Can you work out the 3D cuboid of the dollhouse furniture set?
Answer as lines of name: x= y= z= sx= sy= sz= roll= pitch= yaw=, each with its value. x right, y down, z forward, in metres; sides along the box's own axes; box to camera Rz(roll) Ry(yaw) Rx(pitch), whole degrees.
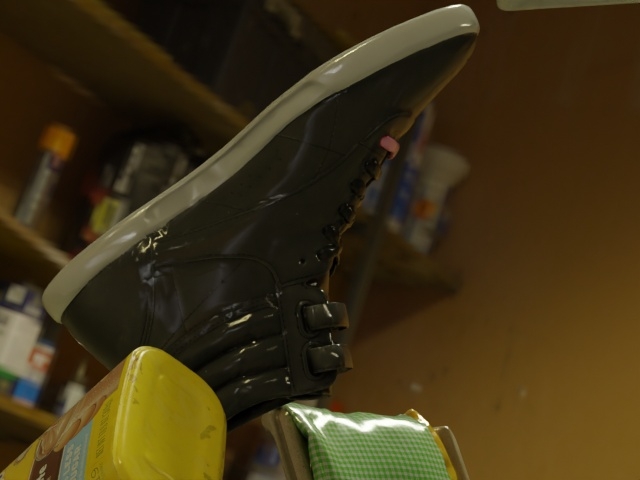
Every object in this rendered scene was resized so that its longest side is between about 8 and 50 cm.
dollhouse furniture set: x=0.106 y=0.232 z=1.220 sx=0.151 sy=0.301 sz=0.197 roll=-34 pitch=-30 yaw=29

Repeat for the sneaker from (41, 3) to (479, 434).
sneaker: x=0.000 y=0.000 z=0.945 sx=0.147 sy=0.296 sz=0.104 roll=52 pitch=1 yaw=9

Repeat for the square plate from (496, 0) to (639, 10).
square plate: x=0.312 y=-0.286 z=1.195 sx=0.344 sy=0.049 sz=0.347 roll=-5 pitch=-25 yaw=-5

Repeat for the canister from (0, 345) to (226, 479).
canister: x=-0.127 y=0.145 z=0.840 sx=0.073 sy=0.126 sz=0.170 roll=38 pitch=-64 yaw=-20
